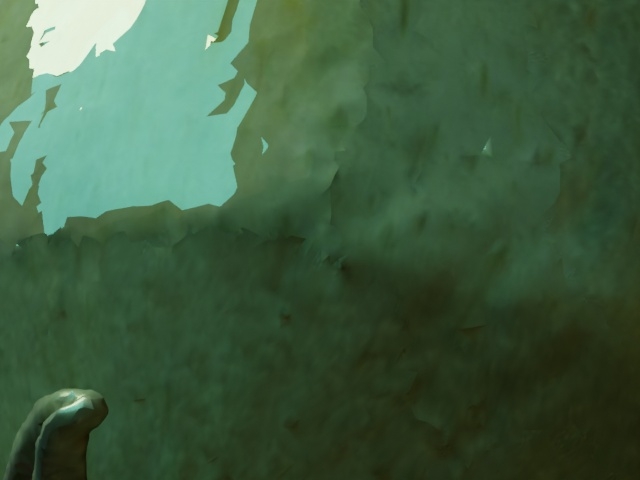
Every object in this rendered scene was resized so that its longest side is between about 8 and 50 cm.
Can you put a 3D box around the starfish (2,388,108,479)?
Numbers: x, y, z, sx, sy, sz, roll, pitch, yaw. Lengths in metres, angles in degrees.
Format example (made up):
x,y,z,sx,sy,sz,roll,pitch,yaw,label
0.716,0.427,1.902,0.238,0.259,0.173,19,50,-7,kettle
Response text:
x,y,z,sx,sy,sz,roll,pitch,yaw,label
-0.159,0.229,0.543,0.132,0.384,0.398,-18,13,-36,starfish

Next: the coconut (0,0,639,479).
x,y,z,sx,sy,sz,roll,pitch,yaw,label
0.000,0.000,0.670,0.415,0.344,0.415,-23,42,23,coconut
